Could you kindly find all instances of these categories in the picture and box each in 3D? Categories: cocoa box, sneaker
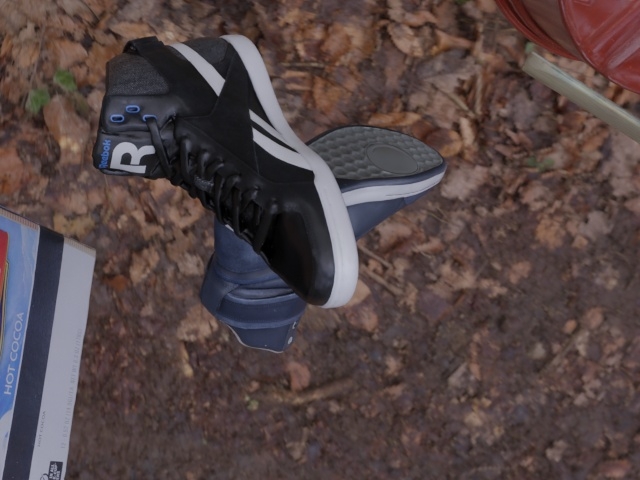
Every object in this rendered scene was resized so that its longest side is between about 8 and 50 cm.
[{"bbox_3d":[-0.371,0.142,0.782,0.231,0.228,0.347,0,74,20],"label":"cocoa box"},{"bbox_3d":[-0.071,-0.038,0.548,0.121,0.217,0.079,-10,142,-25],"label":"sneaker"},{"bbox_3d":[-0.002,-0.001,0.748,0.226,0.086,0.163,-19,139,-36],"label":"sneaker"}]

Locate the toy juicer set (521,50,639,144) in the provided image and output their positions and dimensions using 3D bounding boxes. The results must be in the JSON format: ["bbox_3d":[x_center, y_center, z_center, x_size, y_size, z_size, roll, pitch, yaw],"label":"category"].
[{"bbox_3d":[0.264,-0.058,0.388,0.209,0.329,0.090,36,79,-20],"label":"toy juicer set"}]

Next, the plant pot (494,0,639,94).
[{"bbox_3d":[0.275,-0.247,0.747,0.272,0.265,0.273,2,116,4],"label":"plant pot"}]
